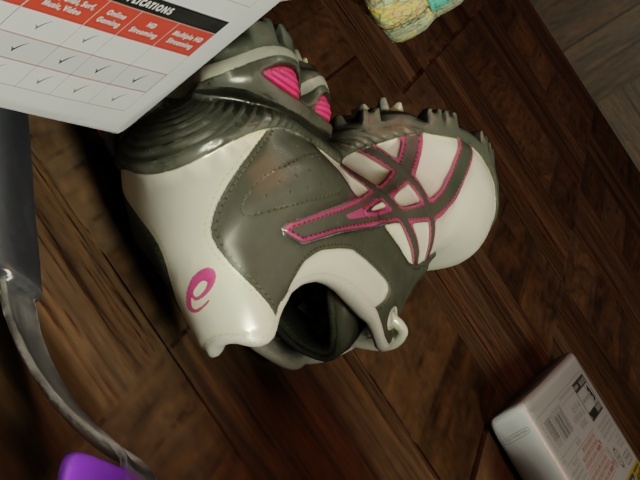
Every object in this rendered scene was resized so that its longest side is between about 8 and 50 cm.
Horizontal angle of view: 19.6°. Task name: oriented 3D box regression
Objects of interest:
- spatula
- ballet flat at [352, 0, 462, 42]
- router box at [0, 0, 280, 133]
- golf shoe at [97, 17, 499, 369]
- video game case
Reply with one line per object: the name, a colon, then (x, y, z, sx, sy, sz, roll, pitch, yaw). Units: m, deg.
spatula: (-0.078, 0.029, 0.541, 0.084, 0.030, 0.296, 45, 18, -53)
ballet flat: (-0.073, -0.161, 0.704, 0.349, 0.123, 0.123, 26, -5, 33)
router box: (-0.048, -0.163, 0.437, 0.082, 0.301, 0.335, 59, 20, 18)
golf shoe: (0.000, 0.000, 0.767, 0.273, 0.105, 0.120, 14, 61, -60)
video game case: (0.178, 0.172, 1.088, 0.206, 0.026, 0.227, 59, 14, 4)
